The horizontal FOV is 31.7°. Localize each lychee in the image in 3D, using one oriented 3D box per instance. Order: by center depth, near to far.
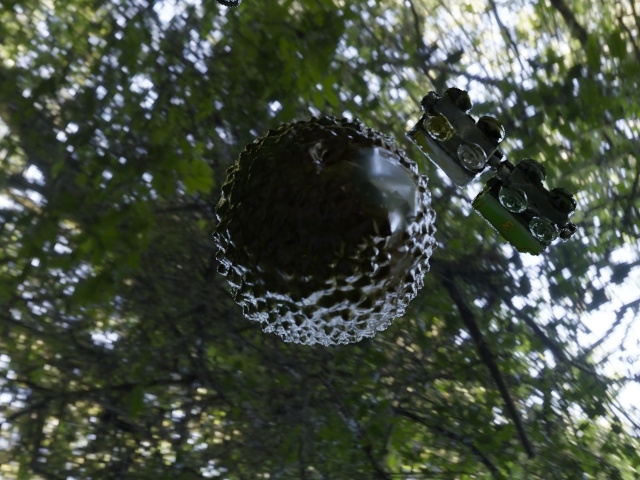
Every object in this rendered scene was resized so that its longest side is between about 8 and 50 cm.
[{"bbox_3d":[0.000,0.000,0.777,0.171,0.171,0.171,-6,-107,19],"label":"lychee"}]

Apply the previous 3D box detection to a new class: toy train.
[{"bbox_3d":[0.170,-0.068,1.128,0.202,0.081,0.060,44,-120,-2],"label":"toy train"}]

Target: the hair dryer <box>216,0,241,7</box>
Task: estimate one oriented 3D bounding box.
[{"bbox_3d":[-0.052,-0.375,1.364,0.225,0.088,0.219,28,-95,40],"label":"hair dryer"}]
